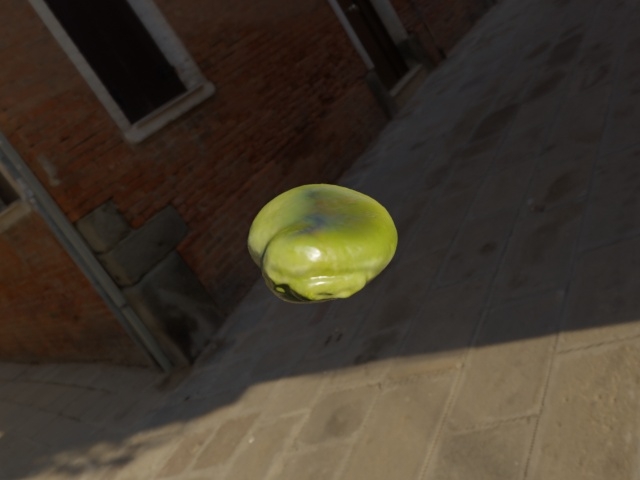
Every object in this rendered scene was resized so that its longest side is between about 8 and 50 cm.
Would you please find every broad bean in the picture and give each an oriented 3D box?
[{"bbox_3d":[0.000,0.000,1.106,0.238,0.119,0.291,13,33,18],"label":"broad bean"}]
